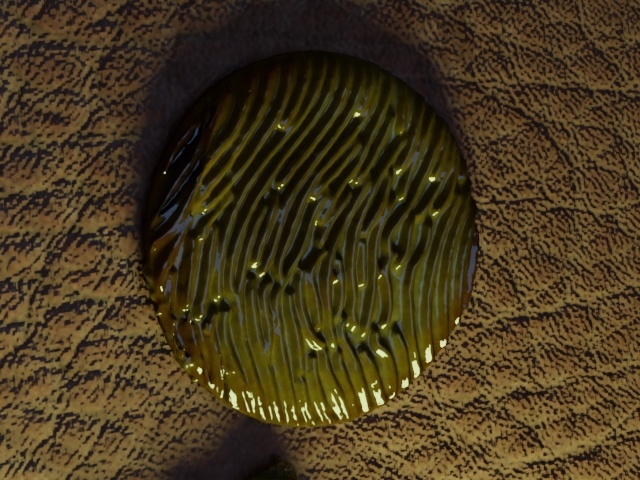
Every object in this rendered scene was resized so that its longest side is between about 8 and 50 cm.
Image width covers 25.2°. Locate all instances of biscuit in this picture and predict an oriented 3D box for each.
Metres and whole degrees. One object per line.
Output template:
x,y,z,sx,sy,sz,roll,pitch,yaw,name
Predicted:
0.000,0.000,1.194,0.318,0.040,0.318,-3,95,-29,biscuit

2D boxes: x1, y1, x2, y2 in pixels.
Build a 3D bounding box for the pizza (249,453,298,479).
-0.048,0.277,1.175,0.292,0.058,0.197,24,81,-28,pizza
